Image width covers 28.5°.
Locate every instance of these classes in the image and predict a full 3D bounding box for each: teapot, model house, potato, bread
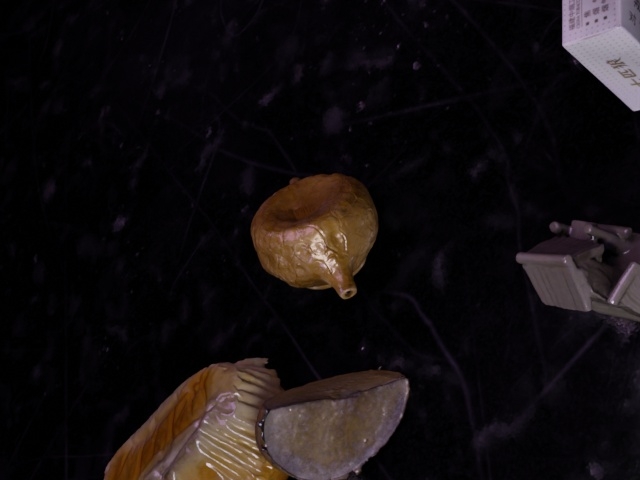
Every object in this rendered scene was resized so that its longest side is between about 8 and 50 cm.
[{"bbox_3d":[0.000,0.000,2.028,0.203,0.167,0.311,-25,29,-2],"label":"teapot"},{"bbox_3d":[0.371,0.039,1.643,0.229,0.188,0.122,15,95,47],"label":"model house"},{"bbox_3d":[0.016,0.278,1.879,0.098,0.243,0.138,-157,58,-70],"label":"potato"},{"bbox_3d":[-0.195,0.368,2.014,0.388,0.183,0.236,-44,29,26],"label":"bread"}]

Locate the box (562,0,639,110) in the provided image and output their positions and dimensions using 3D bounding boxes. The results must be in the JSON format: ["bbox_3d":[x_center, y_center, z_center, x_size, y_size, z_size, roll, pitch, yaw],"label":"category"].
[{"bbox_3d":[0.427,-0.377,1.769,0.095,0.210,0.330,-13,61,38],"label":"box"}]
